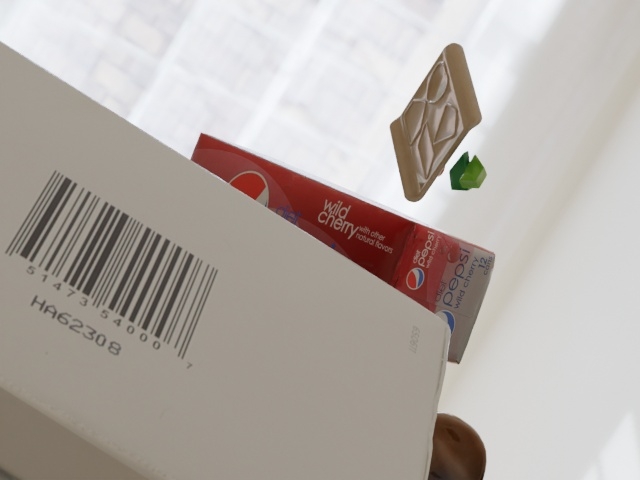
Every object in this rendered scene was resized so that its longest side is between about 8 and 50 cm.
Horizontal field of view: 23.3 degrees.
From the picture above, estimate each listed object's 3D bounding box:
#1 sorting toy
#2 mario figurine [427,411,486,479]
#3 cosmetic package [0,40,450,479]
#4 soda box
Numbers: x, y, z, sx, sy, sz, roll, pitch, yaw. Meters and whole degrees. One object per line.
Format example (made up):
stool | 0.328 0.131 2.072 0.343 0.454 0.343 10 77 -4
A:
sorting toy | 0.059 -0.047 0.744 0.012 0.062 0.083 14 45 -26
mario figurine | 0.092 0.148 0.607 0.198 0.170 0.320 -3 11 3
cosmetic package | -0.117 0.076 0.492 0.224 0.225 0.138 33 32 -10
soda box | 0.000 0.000 1.104 0.092 0.083 0.263 19 3 -41
